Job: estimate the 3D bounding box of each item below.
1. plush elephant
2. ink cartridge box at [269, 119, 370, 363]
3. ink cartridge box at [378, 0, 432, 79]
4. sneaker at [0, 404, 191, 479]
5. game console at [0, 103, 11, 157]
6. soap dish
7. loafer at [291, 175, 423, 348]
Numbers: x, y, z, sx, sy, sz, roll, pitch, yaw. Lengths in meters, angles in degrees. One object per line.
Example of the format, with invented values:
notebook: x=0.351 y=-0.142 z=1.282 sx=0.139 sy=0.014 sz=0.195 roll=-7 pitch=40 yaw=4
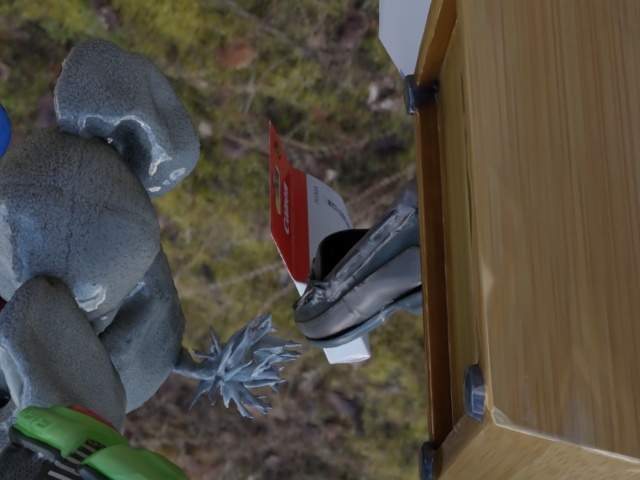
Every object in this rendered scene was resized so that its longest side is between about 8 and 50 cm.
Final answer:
plush elephant: x=-0.191 y=0.022 z=0.898 sx=0.330 sy=0.272 sz=0.255 roll=2 pitch=145 yaw=10
ink cartridge box: x=0.000 y=0.000 z=1.555 sx=0.066 sy=0.189 sz=0.232 roll=-10 pitch=135 yaw=7
ink cartridge box: x=0.225 y=-0.287 z=1.562 sx=0.270 sy=0.198 sz=0.197 roll=-9 pitch=129 yaw=-12
sneaker: x=-0.108 y=0.297 z=0.679 sx=0.185 sy=0.202 sz=0.483 roll=24 pitch=127 yaw=33
game console: x=-0.362 y=-0.054 z=0.714 sx=0.173 sy=0.293 sz=0.250 roll=40 pitch=175 yaw=39
soap dish: x=0.112 y=-0.011 z=0.667 sx=0.118 sy=0.291 sz=0.229 roll=-1 pitch=162 yaw=-3
loafer: x=0.041 y=0.011 z=1.002 sx=0.084 sy=0.096 sz=0.267 roll=48 pitch=152 yaw=-8
